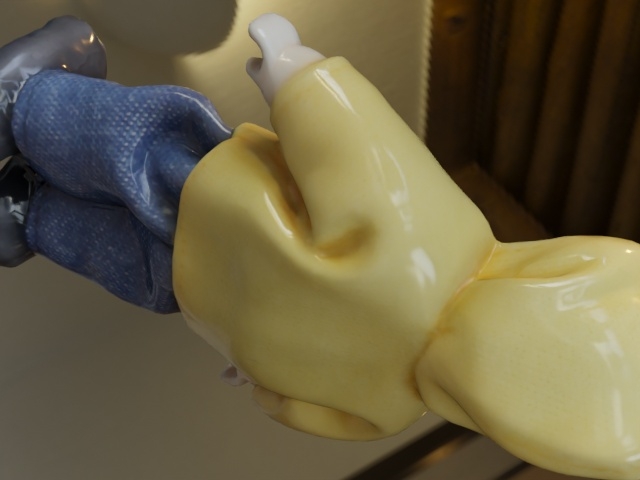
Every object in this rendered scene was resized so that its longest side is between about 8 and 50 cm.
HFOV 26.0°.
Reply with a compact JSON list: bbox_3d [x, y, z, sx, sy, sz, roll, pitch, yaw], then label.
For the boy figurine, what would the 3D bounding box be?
[{"bbox_3d":[0.000,0.000,0.510,0.285,0.092,0.177,19,-47,21],"label":"boy figurine"}]
